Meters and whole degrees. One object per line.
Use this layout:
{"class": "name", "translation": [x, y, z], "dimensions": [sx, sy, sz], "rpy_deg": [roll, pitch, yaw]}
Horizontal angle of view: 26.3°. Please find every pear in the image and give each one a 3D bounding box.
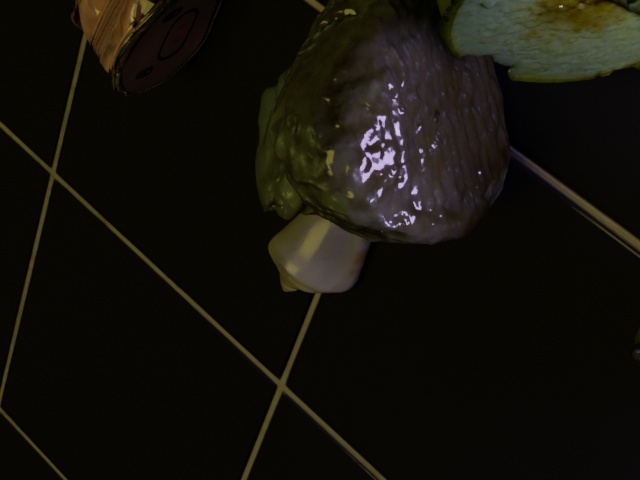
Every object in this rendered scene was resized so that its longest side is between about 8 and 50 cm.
{"class": "pear", "translation": [0.202, -0.292, 1.237], "dimensions": [0.159, 0.292, 0.292], "rpy_deg": [-9, 99, 43]}

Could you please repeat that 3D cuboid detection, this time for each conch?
{"class": "conch", "translation": [0.007, 0.002, 1.661], "dimensions": [0.176, 0.094, 0.104], "rpy_deg": [-47, 56, 15]}

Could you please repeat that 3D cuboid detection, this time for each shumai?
{"class": "shumai", "translation": [0.017, -0.112, 1.420], "dimensions": [0.288, 0.330, 0.292], "rpy_deg": [-7, 125, 34]}

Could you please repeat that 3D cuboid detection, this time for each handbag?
{"class": "handbag", "translation": [-0.209, -0.290, 1.671], "dimensions": [0.116, 0.179, 0.205], "rpy_deg": [47, 133, 11]}

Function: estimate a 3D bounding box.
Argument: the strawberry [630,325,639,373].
{"class": "strawberry", "translation": [0.444, 0.066, 1.250], "dimensions": [0.306, 0.138, 0.233], "rpy_deg": [6, 132, 16]}
